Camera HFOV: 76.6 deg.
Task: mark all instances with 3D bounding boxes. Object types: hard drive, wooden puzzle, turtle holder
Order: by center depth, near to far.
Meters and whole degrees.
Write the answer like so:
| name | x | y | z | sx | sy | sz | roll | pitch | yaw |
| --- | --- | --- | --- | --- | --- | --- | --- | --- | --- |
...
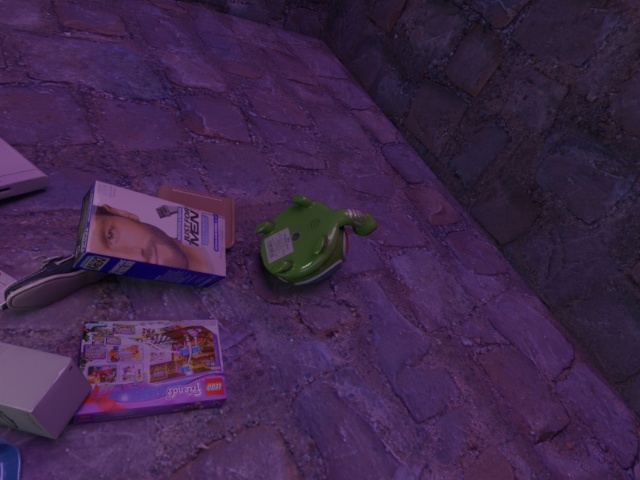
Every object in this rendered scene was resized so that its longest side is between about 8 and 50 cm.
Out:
| name | x | y | z | sx | sy | sz | roll | pitch | yaw |
| --- | --- | --- | --- | --- | --- | --- | --- | --- | --- |
| hard drive | -0.921 | -0.221 | 1.022 | 0.353 | 0.047 | 0.233 | 36 | 33 | 9 |
| turtle holder | -0.016 | -0.005 | 1.223 | 0.243 | 0.320 | 0.227 | 38 | -2 | 37 |
| wooden puzzle | -0.387 | -0.069 | 1.249 | 0.239 | 0.044 | 0.220 | 8 | 46 | -20 |

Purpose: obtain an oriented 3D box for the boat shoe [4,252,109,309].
| name | x | y | z | sx | sy | sz | roll | pitch | yaw |
| --- | --- | --- | --- | --- | --- | --- | --- | --- | --- |
| boat shoe | -0.590 | 0.072 | 0.930 | 0.079 | 0.095 | 0.254 | 43 | 40 | 10 |

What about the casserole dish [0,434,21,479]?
| name | x | y | z | sx | sy | sz | roll | pitch | yaw |
| --- | --- | --- | --- | --- | --- | --- | --- | --- | --- |
| casserole dish | -0.537 | 0.405 | 0.633 | 0.037 | 0.114 | 0.188 | -24 | 56 | 4 |

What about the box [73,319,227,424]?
| name | x | y | z | sx | sy | sz | roll | pitch | yaw |
| --- | --- | --- | --- | --- | --- | --- | --- | --- | --- |
| box | -0.367 | 0.276 | 0.894 | 0.294 | 0.057 | 0.200 | 5 | 46 | -28 |

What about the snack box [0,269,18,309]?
| name | x | y | z | sx | sy | sz | roll | pitch | yaw |
| --- | --- | --- | --- | --- | --- | --- | --- | --- | --- |
| snack box | -0.740 | 0.079 | 0.882 | 0.178 | 0.022 | 0.064 | 33 | 41 | 0 |

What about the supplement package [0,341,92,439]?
| name | x | y | z | sx | sy | sz | roll | pitch | yaw |
| --- | --- | --- | --- | --- | --- | --- | --- | --- | --- |
| supplement package | -0.532 | 0.262 | 0.720 | 0.180 | 0.105 | 0.105 | 8 | 40 | 9 |

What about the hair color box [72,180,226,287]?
| name | x | y | z | sx | sy | sz | roll | pitch | yaw |
| --- | --- | --- | --- | --- | --- | --- | --- | --- | --- |
| hair color box | -0.409 | -0.003 | 1.018 | 0.339 | 0.110 | 0.185 | 15 | 57 | -40 |
